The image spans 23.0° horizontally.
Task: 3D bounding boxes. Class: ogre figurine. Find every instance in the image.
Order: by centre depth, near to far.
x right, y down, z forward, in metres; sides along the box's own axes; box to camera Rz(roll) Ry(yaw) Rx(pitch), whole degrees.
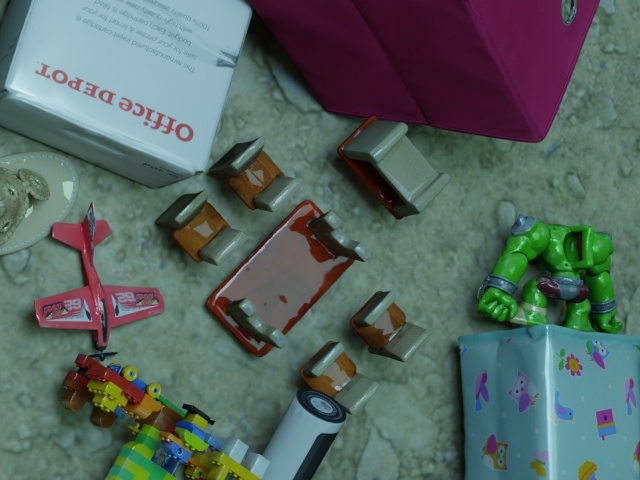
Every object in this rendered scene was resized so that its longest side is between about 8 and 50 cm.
[{"bbox_3d":[0.258,0.040,1.707,0.197,0.097,0.118,11,89,-16],"label":"ogre figurine"}]

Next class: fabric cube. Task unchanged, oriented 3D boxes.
[{"bbox_3d":[0.107,-0.278,1.521,0.258,0.259,0.254,51,56,-55],"label":"fabric cube"}]

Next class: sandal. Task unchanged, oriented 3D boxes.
[{"bbox_3d":[-0.311,-0.024,1.414,0.240,0.079,0.088,-20,93,-29],"label":"sandal"}]

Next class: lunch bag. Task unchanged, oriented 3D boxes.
[{"bbox_3d":[0.282,0.209,1.663,0.262,0.160,0.223,10,75,-38],"label":"lunch bag"}]

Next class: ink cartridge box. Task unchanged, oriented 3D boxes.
[{"bbox_3d":[-0.183,-0.216,1.489,0.207,0.117,0.283,23,72,-24],"label":"ink cartridge box"}]

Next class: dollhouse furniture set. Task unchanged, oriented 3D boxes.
[{"bbox_3d":[0.000,0.000,1.576,0.259,0.135,0.262,-45,105,-14],"label":"dollhouse furniture set"}]

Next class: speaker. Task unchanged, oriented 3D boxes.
[{"bbox_3d":[-0.029,0.211,1.510,0.055,0.055,0.136,19,112,-25],"label":"speaker"}]

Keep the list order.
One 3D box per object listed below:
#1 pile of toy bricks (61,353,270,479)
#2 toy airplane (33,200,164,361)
[{"bbox_3d":[-0.161,0.198,1.450,0.212,0.118,0.105,40,68,-33],"label":"pile of toy bricks"},{"bbox_3d":[-0.216,0.039,1.483,0.151,0.028,0.151,8,79,-44],"label":"toy airplane"}]
